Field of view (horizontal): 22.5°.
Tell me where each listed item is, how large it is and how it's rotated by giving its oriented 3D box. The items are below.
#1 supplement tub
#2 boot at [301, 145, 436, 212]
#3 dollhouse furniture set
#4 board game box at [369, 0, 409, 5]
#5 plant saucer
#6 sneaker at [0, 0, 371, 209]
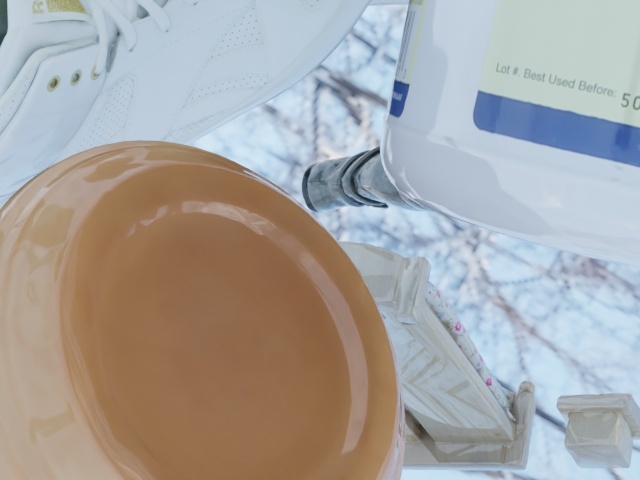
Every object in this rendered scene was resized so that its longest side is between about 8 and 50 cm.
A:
[{"bbox_3d":[0.167,-0.154,0.654,0.235,0.235,0.324,25,-76,59],"label":"supplement tub"},{"bbox_3d":[0.118,-0.062,1.320,0.161,0.246,0.083,-1,-87,57],"label":"boot"},{"bbox_3d":[0.000,0.000,1.012,0.356,0.303,0.173,-3,-125,27],"label":"dollhouse furniture set"},{"bbox_3d":[-0.050,-0.248,1.267,0.193,0.305,0.053,41,-55,34],"label":"board game box"},{"bbox_3d":[-0.041,0.048,0.621,0.037,0.200,0.200,-34,-139,45],"label":"plant saucer"},{"bbox_3d":[-0.084,-0.109,0.756,0.292,0.169,0.108,-44,-105,7],"label":"sneaker"}]
